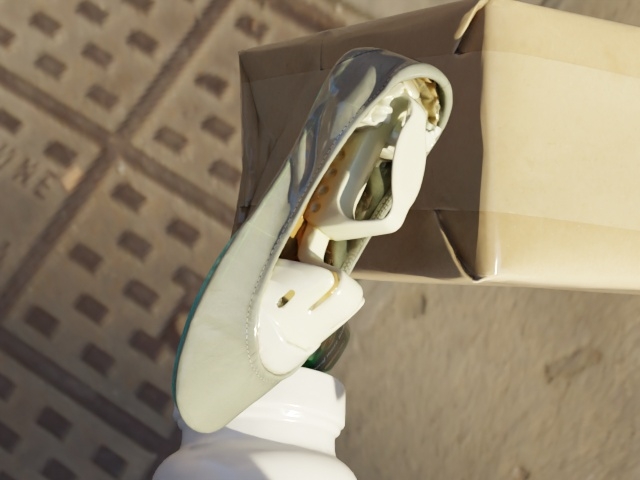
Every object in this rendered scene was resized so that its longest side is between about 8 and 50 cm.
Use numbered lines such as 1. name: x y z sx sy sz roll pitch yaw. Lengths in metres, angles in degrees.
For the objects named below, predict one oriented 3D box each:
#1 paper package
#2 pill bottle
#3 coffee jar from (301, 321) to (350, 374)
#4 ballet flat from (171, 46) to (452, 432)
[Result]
1. paper package: 0.143 -0.048 0.943 0.325 0.309 0.168 3 88 -34
2. pill bottle: -0.067 0.314 1.290 0.210 0.210 0.362 0 70 5
3. coffee jar: -0.029 0.073 1.323 0.079 0.184 0.096 30 74 23
4. ballet flat: 0.000 0.000 0.643 0.068 0.072 0.213 16 72 38
